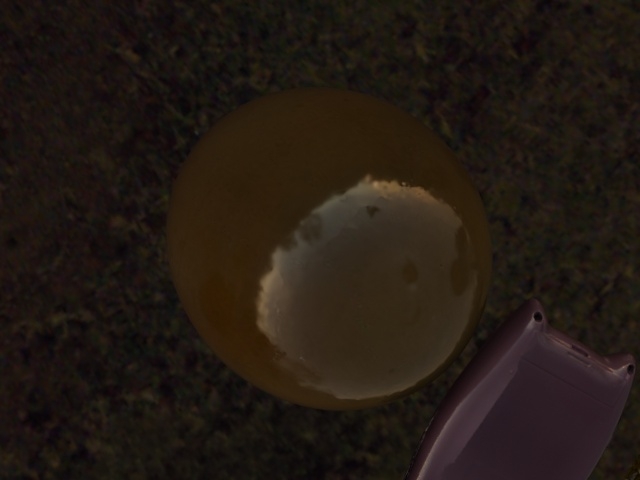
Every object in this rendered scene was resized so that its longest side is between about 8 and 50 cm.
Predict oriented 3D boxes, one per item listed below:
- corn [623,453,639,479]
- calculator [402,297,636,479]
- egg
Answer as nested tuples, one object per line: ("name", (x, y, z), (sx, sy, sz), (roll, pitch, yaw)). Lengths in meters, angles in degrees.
("corn", (0.482, 0.239, 1.465), (0.097, 0.097, 0.320), (18, 104, -42))
("calculator", (0.217, 0.223, 1.260), (0.194, 0.043, 0.294), (29, 97, -15))
("egg", (0.000, 0.000, 1.116), (0.301, 0.374, 0.301), (-16, 123, -27))
